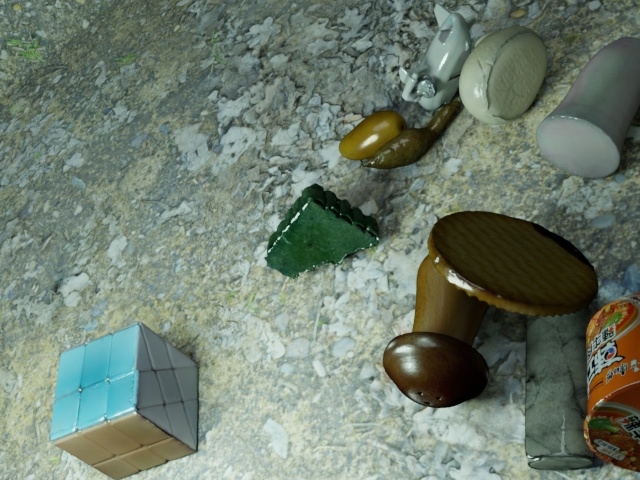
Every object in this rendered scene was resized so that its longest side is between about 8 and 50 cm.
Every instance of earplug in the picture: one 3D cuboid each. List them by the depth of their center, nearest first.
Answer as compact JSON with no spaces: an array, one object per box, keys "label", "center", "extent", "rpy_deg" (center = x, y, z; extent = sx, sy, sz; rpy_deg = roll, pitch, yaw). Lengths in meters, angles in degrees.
[{"label":"earplug","center":[0.573,-0.289,1.877],"extent":[0.172,0.172,0.301],"rpy_deg":[12,57,40]}]

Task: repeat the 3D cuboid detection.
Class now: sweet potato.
[{"label":"sweet potato","center":[0.217,-0.223,2.122],"extent":[0.269,0.075,0.075],"rpy_deg":[-35,43,-7]}]

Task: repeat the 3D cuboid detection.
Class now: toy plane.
[{"label":"toy plane","center":[0.273,-0.402,2.114],"extent":[0.252,0.252,0.118],"rpy_deg":[-45,63,-5]}]

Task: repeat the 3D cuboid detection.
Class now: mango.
[{"label":"mango","center":[0.116,-0.242,2.194],"extent":[0.184,0.085,0.102],"rpy_deg":[-21,46,28]}]

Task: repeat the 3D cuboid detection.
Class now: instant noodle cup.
[{"label":"instant noodle cup","center":[0.521,0.214,1.452],"extent":[0.250,0.250,0.192],"rpy_deg":[-18,39,22]}]

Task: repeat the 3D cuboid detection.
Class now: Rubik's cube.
[{"label":"Rubik's cube","center":[-0.408,0.340,1.991],"extent":[0.224,0.221,0.231],"rpy_deg":[-23,46,19]}]

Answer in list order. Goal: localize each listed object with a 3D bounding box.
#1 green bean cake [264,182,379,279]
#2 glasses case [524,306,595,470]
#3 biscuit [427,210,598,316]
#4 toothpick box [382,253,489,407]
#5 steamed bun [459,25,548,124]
[{"label":"green bean cake","center":[0.000,0.000,2.049],"extent":[0.208,0.193,0.107],"rpy_deg":[-53,20,22]},{"label":"glasses case","center":[0.412,0.244,1.617],"extent":[0.114,0.060,0.299],"rpy_deg":[-9,52,23]},{"label":"biscuit","center":[0.347,0.039,1.700],"extent":[0.318,0.040,0.318],"rpy_deg":[10,30,-6]},{"label":"toothpick box","center":[0.229,0.163,1.727],"extent":[0.192,0.192,0.294],"rpy_deg":[-5,47,32]},{"label":"steamed bun","center":[0.388,-0.362,2.037],"extent":[0.228,0.177,0.130],"rpy_deg":[-54,37,-11]}]
